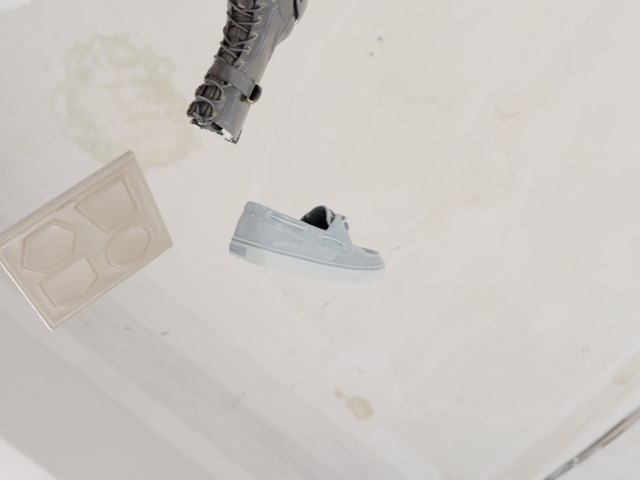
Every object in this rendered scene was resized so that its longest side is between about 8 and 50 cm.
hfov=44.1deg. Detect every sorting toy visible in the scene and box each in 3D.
[{"bbox_3d":[-0.286,0.000,0.966,0.038,0.193,0.208,42,-22,27],"label":"sorting toy"}]

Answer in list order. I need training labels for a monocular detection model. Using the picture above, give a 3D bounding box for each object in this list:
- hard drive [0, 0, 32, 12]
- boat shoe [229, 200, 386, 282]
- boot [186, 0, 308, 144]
[{"bbox_3d":[-0.343,-0.162,0.563,0.203,0.307,0.040,-16,-72,0],"label":"hard drive"},{"bbox_3d":[-0.001,0.000,0.913,0.079,0.228,0.081,19,-84,47],"label":"boat shoe"},{"bbox_3d":[-0.102,-0.243,0.981,0.091,0.263,0.228,24,-96,16],"label":"boot"}]
